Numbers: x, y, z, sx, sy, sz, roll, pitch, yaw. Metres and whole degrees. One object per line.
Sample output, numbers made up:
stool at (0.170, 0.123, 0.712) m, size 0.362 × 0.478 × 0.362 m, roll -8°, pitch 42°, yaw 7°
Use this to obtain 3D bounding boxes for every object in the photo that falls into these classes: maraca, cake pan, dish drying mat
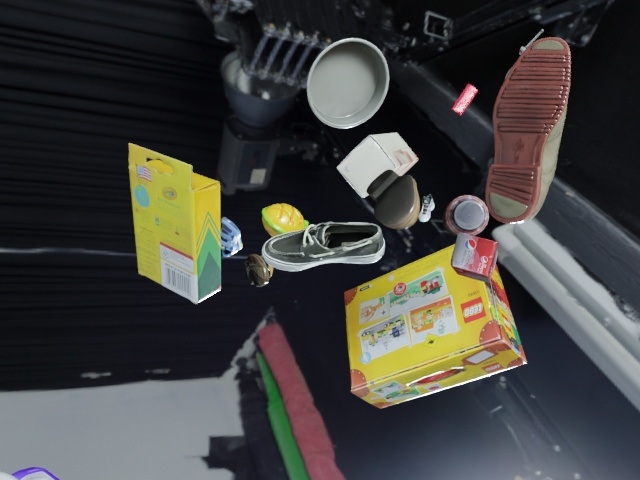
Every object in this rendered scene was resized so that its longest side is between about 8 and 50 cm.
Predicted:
maraca at (-0.091, -0.050, 1.524) m, size 0.099 × 0.186 × 0.127 m, roll -50°, pitch -127°, yaw 25°
cake pan at (0.085, -0.522, 1.756) m, size 0.054 × 0.293 × 0.293 m, roll 55°, pitch -46°, yaw 53°
dish drying mat at (0.379, -0.370, 1.391) m, size 0.083 × 0.032 × 0.008 m, roll -55°, pitch 179°, yaw -4°

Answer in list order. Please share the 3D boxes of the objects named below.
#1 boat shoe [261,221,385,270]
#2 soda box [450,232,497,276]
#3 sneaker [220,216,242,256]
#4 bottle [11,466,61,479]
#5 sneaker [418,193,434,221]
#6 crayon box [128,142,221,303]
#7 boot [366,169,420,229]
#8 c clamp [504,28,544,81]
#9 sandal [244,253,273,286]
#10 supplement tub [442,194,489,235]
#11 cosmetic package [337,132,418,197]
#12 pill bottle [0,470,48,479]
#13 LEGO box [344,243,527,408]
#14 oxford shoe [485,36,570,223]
boat shoe at (0.000, 0.000, 0.920) m, size 0.070 × 0.220 × 0.077 m, roll 71°, pitch 17°, yaw -54°
soda box at (0.385, 0.049, 1.314) m, size 0.092 × 0.263 × 0.083 m, roll 16°, pitch -92°, yaw 20°
sneaker at (-0.260, -0.006, 1.494) m, size 0.053 × 0.059 × 0.144 m, roll 33°, pitch -30°, yaw 28°
bottle at (-0.428, 0.489, 0.882) m, size 0.283 × 0.092 × 0.118 m, roll 16°, pitch -90°, yaw 28°
sneaker at (0.343, -0.113, 1.731) m, size 0.038 × 0.098 × 0.069 m, roll 7°, pitch -45°, yaw 26°
crayon box at (-0.315, -0.045, 1.155) m, size 0.202 × 0.081 × 0.318 m, roll 22°, pitch -58°, yaw 29°
boot at (0.185, -0.075, 1.175) m, size 0.112 × 0.115 × 0.305 m, roll -42°, pitch -166°, yaw 11°
c clamp at (0.488, -0.374, 1.199) m, size 0.137 × 0.022 × 0.160 m, roll -43°, pitch -118°, yaw 35°
sandal at (-0.160, 0.081, 1.425) m, size 0.219 × 0.060 × 0.089 m, roll 146°, pitch -71°, yaw -74°
supplement tub at (0.363, -0.059, 1.329) m, size 0.198 × 0.106 × 0.105 m, roll -5°, pitch 99°, yaw -80°
cosmetic package at (0.190, -0.246, 1.682) m, size 0.153 × 0.296 × 0.129 m, roll -42°, pitch -96°, yaw 27°
pill bottle at (-0.443, 0.361, 0.613) m, size 0.146 × 0.264 × 0.146 m, roll -3°, pitch -96°, yaw 24°
LEGO box at (0.337, 0.270, 1.689) m, size 0.500 × 0.193 × 0.372 m, roll -26°, pitch -135°, yaw 27°
oxford shoe at (0.402, -0.202, 1.015) m, size 0.123 × 0.130 × 0.348 m, roll 19°, pitch -81°, yaw 35°
